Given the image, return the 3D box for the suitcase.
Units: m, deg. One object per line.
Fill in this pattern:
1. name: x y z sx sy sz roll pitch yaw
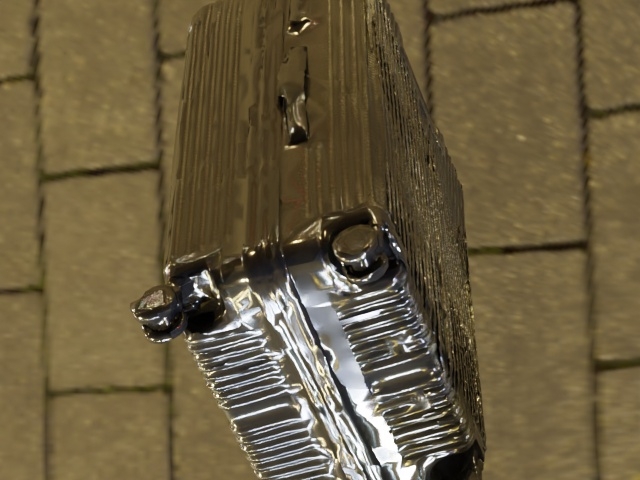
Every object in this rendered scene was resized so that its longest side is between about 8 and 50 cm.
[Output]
1. suitcase: 0.000 0.000 1.219 0.152 0.229 0.335 -15 37 11
